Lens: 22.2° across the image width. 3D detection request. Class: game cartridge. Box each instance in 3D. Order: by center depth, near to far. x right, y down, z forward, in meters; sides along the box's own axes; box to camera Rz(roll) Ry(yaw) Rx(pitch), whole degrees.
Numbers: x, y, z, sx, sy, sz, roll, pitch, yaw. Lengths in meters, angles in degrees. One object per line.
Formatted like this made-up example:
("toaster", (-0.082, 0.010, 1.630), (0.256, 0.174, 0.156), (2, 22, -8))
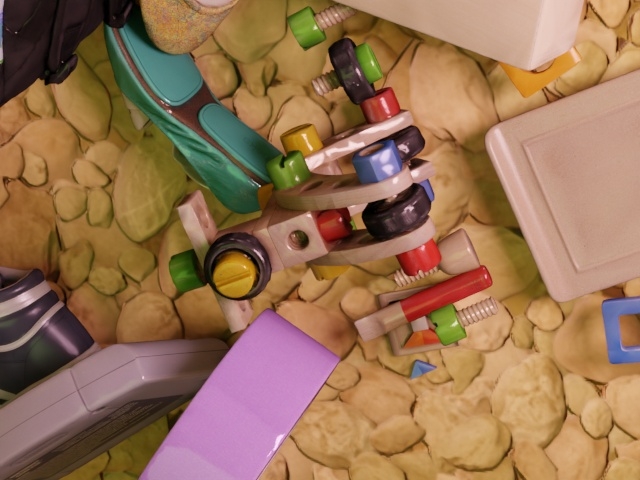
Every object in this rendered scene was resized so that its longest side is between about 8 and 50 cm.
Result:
("game cartridge", (-0.251, 0.182, 1.646), (0.297, 0.198, 0.062), (-32, 70, 24))

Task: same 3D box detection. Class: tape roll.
("tape roll", (-0.093, 0.201, 1.559), (0.090, 0.275, 0.275), (35, 115, 3))

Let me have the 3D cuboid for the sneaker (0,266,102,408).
("sneaker", (-0.371, 0.129, 1.718), (0.282, 0.099, 0.153), (-28, 101, 19))

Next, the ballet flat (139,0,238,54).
("ballet flat", (-0.088, -0.312, 1.443), (0.123, 0.123, 0.349), (16, 117, 12))

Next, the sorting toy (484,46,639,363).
("sorting toy", (0.270, -0.057, 1.482), (0.196, 0.047, 0.348), (-21, 102, 18))

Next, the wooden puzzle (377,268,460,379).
("wooden puzzle", (0.095, 0.078, 1.600), (0.078, 0.014, 0.116), (-17, 103, 22))

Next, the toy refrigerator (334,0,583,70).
("toy refrigerator", (0.093, -0.244, 1.408), (0.269, 0.094, 0.102), (24, 121, 27))

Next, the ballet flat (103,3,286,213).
("ballet flat", (-0.135, -0.117, 1.570), (0.247, 0.083, 0.087), (46, 128, 0))

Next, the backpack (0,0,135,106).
("backpack", (-0.269, -0.341, 1.372), (0.273, 0.290, 0.355), (30, 136, 7))

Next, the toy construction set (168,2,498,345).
("toy construction set", (0.000, 0.000, 1.475), (0.237, 0.257, 0.309), (-25, 130, 10))
